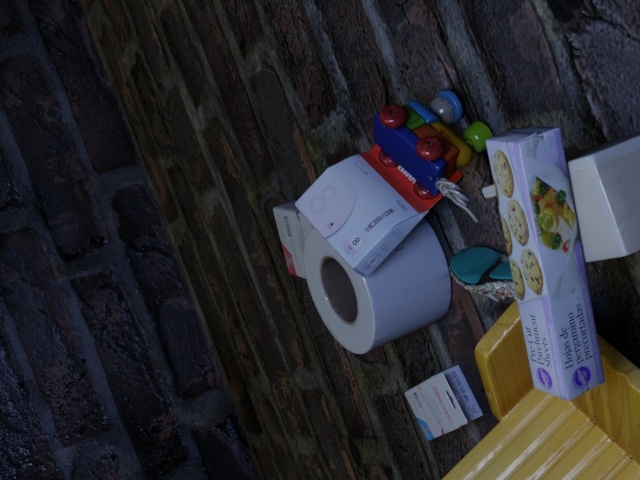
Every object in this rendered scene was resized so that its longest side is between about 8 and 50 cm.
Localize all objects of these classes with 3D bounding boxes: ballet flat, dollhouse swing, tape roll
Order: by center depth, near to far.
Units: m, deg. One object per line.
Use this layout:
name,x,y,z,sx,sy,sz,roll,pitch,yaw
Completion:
dollhouse swing,0.304,0.322,1.348,0.347,0.305,0.315,47,167,42
ballet flat,0.284,0.064,1.509,0.077,0.091,0.241,54,165,-19
tape roll,0.100,0.065,1.779,0.246,0.169,0.246,44,144,44

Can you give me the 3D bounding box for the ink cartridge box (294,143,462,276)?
ink cartridge box,0.092,-0.082,1.631,0.066,0.232,0.189,29,-165,-50

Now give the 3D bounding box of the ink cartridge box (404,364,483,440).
ink cartridge box,0.234,0.299,1.809,0.104,0.062,0.181,64,156,11

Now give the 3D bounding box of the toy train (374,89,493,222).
toy train,0.204,-0.128,1.463,0.248,0.143,0.105,46,155,33

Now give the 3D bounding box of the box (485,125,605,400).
box,0.266,0.027,1.146,0.067,0.063,0.323,18,125,62

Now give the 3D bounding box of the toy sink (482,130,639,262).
toy sink,0.336,-0.045,1.206,0.234,0.153,0.131,-16,94,65

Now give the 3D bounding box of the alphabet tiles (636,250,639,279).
alphabet tiles,0.450,-0.018,1.184,0.198,0.009,0.237,44,146,43

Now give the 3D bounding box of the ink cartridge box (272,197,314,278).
ink cartridge box,0.000,0.000,2.031,0.218,0.092,0.158,16,123,63
